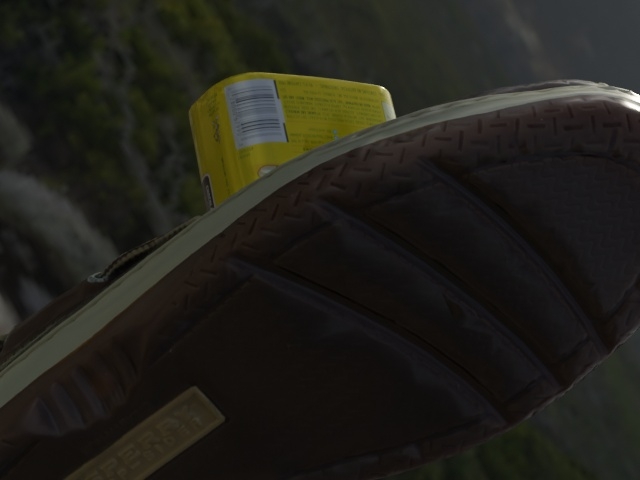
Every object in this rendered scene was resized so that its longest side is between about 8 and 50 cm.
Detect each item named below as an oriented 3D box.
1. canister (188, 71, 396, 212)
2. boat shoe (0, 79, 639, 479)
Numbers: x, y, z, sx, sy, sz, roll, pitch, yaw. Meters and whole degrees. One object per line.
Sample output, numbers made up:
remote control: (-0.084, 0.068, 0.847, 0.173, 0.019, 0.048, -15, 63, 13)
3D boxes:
canister: (0.000, 0.000, 1.066, 0.126, 0.073, 0.169, 4, 63, -34)
boat shoe: (-0.019, 0.022, 0.560, 0.095, 0.257, 0.095, 58, 11, -22)
